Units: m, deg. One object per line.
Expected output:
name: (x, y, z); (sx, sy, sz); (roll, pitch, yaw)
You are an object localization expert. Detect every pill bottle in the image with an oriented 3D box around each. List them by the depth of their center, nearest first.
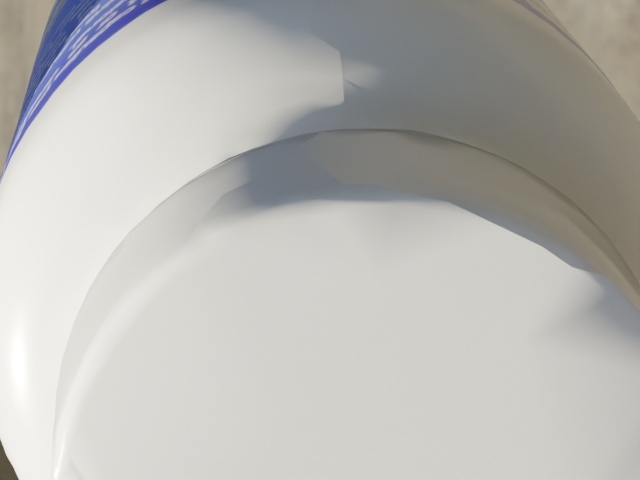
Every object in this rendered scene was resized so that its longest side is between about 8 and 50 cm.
pill bottle: (0.000, 0.000, 0.454); (0.272, 0.152, 0.152); (-99, 18, -70)
